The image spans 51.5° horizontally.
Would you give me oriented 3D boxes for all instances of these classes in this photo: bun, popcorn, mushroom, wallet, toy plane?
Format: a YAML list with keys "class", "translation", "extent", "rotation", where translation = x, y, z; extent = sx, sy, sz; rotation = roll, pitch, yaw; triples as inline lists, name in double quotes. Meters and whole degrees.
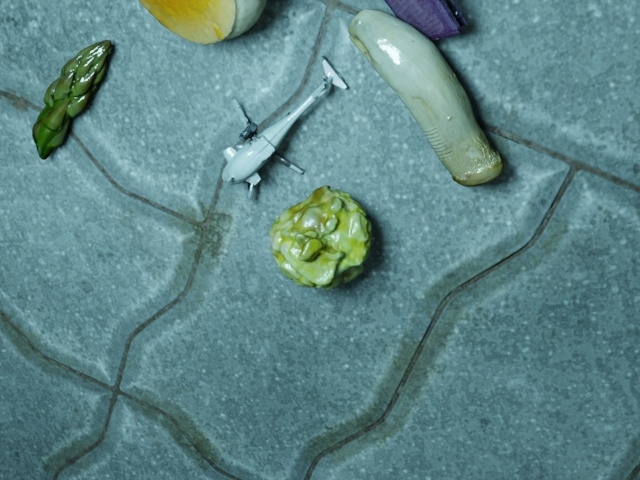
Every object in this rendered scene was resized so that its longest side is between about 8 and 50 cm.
- class: "bun"
  translation: [-0.190, -0.468, 1.038]
  extent: [0.298, 0.165, 0.299]
  rotation: [30, 154, 16]
- class: "popcorn"
  translation: [0.001, 0.001, 1.194]
  extent: [0.167, 0.185, 0.187]
  rotation: [57, 144, 10]
- class: "mushroom"
  translation: [0.175, -0.236, 1.097]
  extent: [0.351, 0.095, 0.122]
  rotation: [52, 156, -7]
- class: "wallet"
  translation: [0.143, -0.378, 1.028]
  extent: [0.111, 0.030, 0.166]
  rotation: [3, 146, 51]
- class: "toy plane"
  translation: [-0.068, -0.187, 1.178]
  extent: [0.273, 0.107, 0.182]
  rotation: [-22, 110, 16]

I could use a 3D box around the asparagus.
- class: "asparagus"
  translation: [-0.480, -0.273, 1.260]
  extent: [0.080, 0.080, 0.287]
  rotation: [45, 114, -6]
